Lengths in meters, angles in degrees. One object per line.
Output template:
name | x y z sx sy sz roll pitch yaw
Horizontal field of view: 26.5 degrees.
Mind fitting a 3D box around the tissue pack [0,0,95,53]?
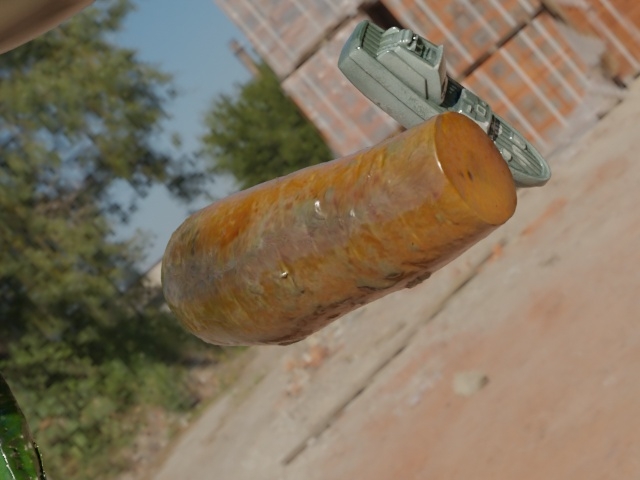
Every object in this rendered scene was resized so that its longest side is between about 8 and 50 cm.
tissue pack | -0.366 -0.363 1.265 0.277 0.387 0.267 -17 23 24

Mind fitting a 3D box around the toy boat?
toy boat | 0.137 -0.133 1.384 0.085 0.260 0.078 -41 22 39

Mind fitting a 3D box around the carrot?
carrot | 0.000 0.000 1.062 0.302 0.138 0.139 -28 10 38

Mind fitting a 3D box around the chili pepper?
chili pepper | -0.357 0.263 1.564 0.076 0.359 0.085 -22 -27 -7
